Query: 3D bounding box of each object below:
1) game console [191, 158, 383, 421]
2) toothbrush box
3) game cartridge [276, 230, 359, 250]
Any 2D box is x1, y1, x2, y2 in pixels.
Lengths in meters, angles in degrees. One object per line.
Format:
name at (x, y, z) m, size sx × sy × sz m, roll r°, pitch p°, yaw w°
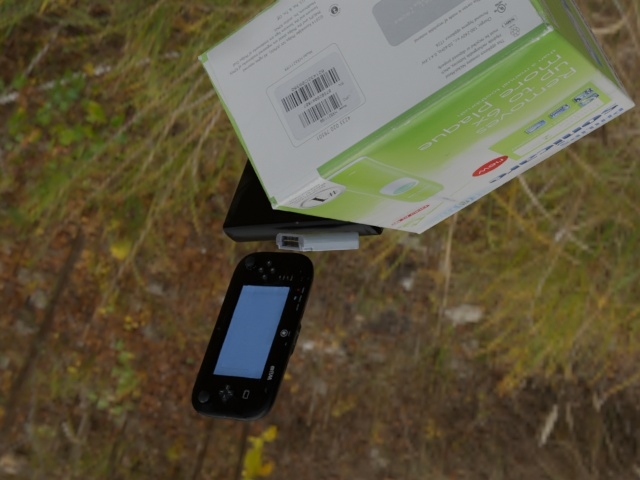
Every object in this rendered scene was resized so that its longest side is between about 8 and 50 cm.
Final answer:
game console at (-0.038, 0.032, 1.352) m, size 0.213 × 0.361 × 0.044 m, roll -4°, pitch 148°, yaw 39°
toothbrush box at (0.082, -0.111, 0.860) m, size 0.206 × 0.122 × 0.283 m, roll -31°, pitch 166°, yaw 18°
game cartridge at (0.000, 0.000, 1.024) m, size 0.056 × 0.017 × 0.083 m, roll 1°, pitch -179°, yaw -19°
